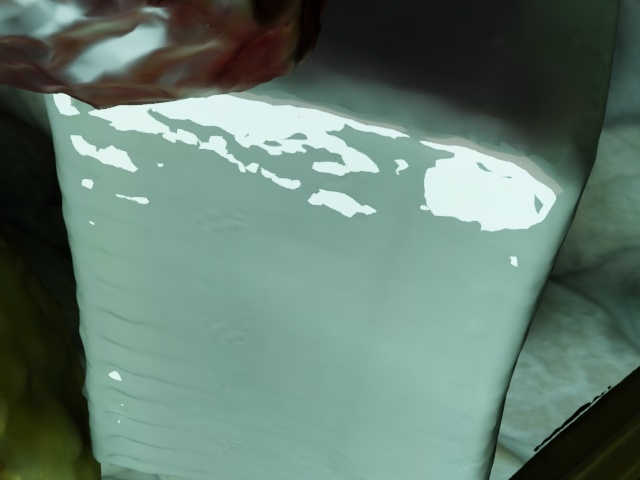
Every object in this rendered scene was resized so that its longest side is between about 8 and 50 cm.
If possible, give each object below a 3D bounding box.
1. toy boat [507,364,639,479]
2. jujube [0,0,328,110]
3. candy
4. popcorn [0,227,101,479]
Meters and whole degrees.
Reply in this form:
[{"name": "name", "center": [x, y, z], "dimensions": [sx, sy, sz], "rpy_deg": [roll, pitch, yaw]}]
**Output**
[{"name": "toy boat", "center": [0.159, 0.117, 0.788], "dimensions": [0.088, 0.226, 0.068], "rpy_deg": [43, 157, 28]}, {"name": "jujube", "center": [-0.142, -0.171, 0.519], "dimensions": [0.342, 0.216, 0.216], "rpy_deg": [20, 147, 10]}, {"name": "candy", "center": [0.003, -0.001, 0.739], "dimensions": [0.208, 0.145, 0.359], "rpy_deg": [15, 146, 7]}, {"name": "popcorn", "center": [-0.287, 0.115, 0.894], "dimensions": [0.354, 0.390, 0.344], "rpy_deg": [-51, 138, 12]}]
